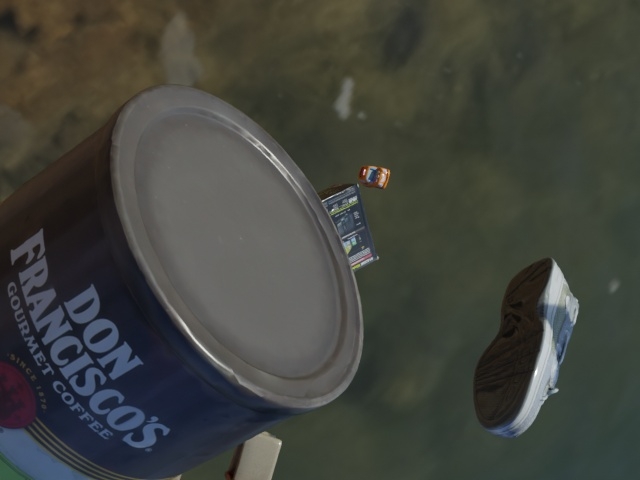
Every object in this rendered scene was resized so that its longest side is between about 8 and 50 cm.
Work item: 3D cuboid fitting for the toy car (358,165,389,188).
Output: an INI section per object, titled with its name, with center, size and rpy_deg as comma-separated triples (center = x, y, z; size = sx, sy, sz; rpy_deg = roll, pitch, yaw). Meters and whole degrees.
[toy car]
center = 0.065, -0.073, 1.987
size = 0.040, 0.060, 0.122
rpy_deg = 21, 101, -38

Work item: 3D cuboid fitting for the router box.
[router box]
center = 0.000, 0.000, 1.311
size = 0.122, 0.038, 0.092
rpy_deg = -26, 107, -38

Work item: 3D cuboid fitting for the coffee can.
[coffee can]
center = -0.141, 0.062, 0.736
size = 0.275, 0.201, 0.201
rpy_deg = -32, 144, 29

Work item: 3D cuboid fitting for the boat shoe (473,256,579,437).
[boat shoe]
center = 0.298, 0.157, 1.679
size = 0.118, 0.320, 0.103
rpy_deg = -31, 112, 36

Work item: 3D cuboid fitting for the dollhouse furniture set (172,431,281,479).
[dollhouse furniture set]
center = -0.194, 0.289, 1.608
size = 0.259, 0.262, 0.135
rpy_deg = 19, 84, -7
